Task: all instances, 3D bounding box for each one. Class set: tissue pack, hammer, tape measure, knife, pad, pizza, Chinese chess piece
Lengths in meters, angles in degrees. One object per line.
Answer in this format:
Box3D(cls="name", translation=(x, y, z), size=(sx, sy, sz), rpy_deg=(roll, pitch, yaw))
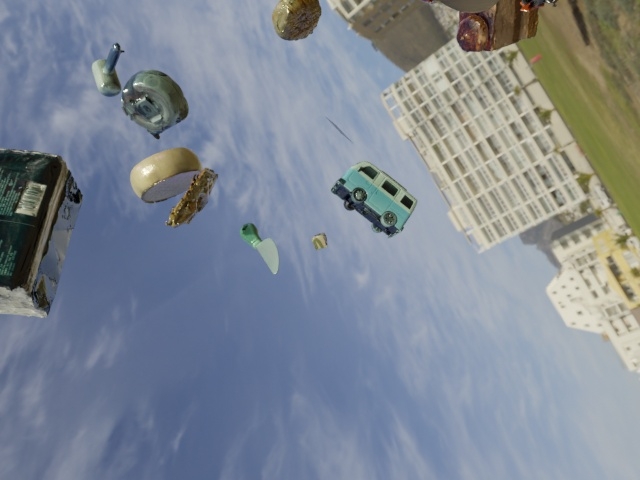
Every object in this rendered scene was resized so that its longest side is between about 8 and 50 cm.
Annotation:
Box3D(cls="tissue pack", translation=(-0.849, -0.019, 1.335), size=(0.264, 0.253, 0.416), rpy_deg=(4, -120, -10))
Box3D(cls="hammer", translation=(-0.627, -0.523, 1.467), size=(0.069, 0.194, 0.116), rpy_deg=(-13, -101, -39))
Box3D(cls="tape measure", translation=(-0.718, -0.594, 2.123), size=(0.275, 0.256, 0.147), rpy_deg=(49, -145, -34))
Box3D(cls="knife", translation=(-0.164, 0.017, 1.403), size=(0.260, 0.063, 0.034), rpy_deg=(42, 173, 49))
Box3D(cls="pad", translation=(0.076, -0.453, 2.002), size=(0.112, 0.003, 0.157), rpy_deg=(41, -171, -30))
Box3D(cls="pizza", translation=(-0.359, -0.114, 1.375), size=(0.071, 0.189, 0.297), rpy_deg=(38, -170, -11))
Box3D(cls="Chinese chess piece", translation=(-0.580, -0.246, 1.859), size=(0.112, 0.270, 0.270), rpy_deg=(63, -152, 3))

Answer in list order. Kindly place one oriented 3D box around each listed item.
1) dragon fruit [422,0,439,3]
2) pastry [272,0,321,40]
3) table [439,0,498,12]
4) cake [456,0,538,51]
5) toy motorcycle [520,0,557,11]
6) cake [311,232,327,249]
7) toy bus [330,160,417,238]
Box3D(cls="dragon fruit", translation=(0.351, -0.752, 1.475), size=(0.190, 0.094, 0.094), rpy_deg=(42, -162, 28))
Box3D(cls="pastry", translation=(-0.089, -0.832, 1.820), size=(0.192, 0.182, 0.093), rpy_deg=(-30, -110, -31))
Box3D(cls="table", translation=(0.323, -0.595, 0.952), size=(0.167, 0.167, 0.226), rpy_deg=(37, -102, -36))
Box3D(cls="cake", translation=(0.613, -0.801, 1.762), size=(0.196, 0.293, 0.198), rpy_deg=(43, 150, 51))
Box3D(cls="toy motorcycle", translation=(0.594, -0.781, 1.274), size=(0.148, 0.325, 0.221), rpy_deg=(27, -138, 33))
Box3D(cls="cake", translation=(0.000, 0.000, 1.856), size=(0.140, 0.051, 0.055), rpy_deg=(-57, -55, -82))
Box3D(cls="toy bus", translation=(0.186, -0.151, 1.669), size=(0.271, 0.165, 0.133), rpy_deg=(38, 165, -3))
